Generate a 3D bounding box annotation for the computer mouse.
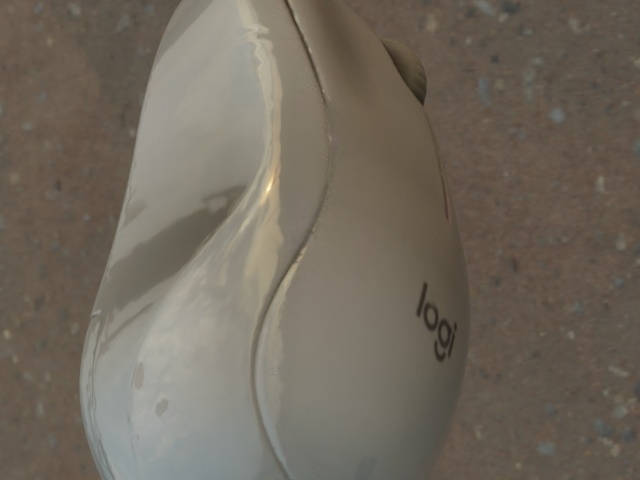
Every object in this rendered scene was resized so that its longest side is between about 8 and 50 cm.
[{"bbox_3d":[0.000,0.000,0.539,0.121,0.184,0.297,-11,44,31],"label":"computer mouse"}]
